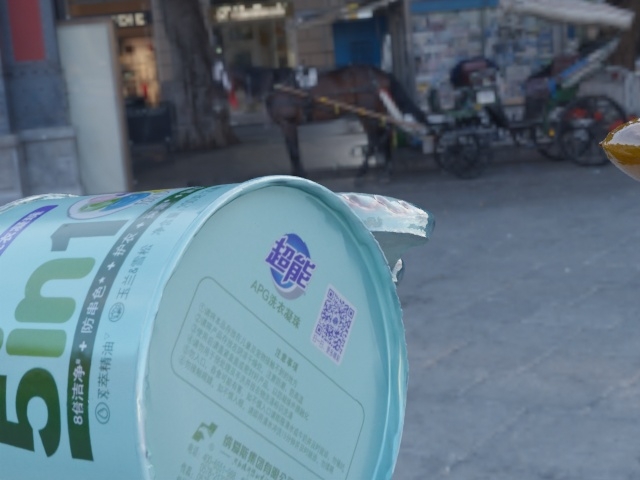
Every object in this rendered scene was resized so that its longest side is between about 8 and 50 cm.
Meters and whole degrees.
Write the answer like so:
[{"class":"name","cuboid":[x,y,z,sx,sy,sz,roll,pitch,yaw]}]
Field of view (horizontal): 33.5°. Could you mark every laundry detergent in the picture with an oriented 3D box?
[{"class":"laundry detergent","cuboid":[-0.137,0.103,0.790,0.305,0.287,0.287,-2,10,36]}]

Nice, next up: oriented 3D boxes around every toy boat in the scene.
[{"class":"toy boat","cuboid":[0.000,0.000,0.987,0.208,0.078,0.134,-4,-31,-24]}]

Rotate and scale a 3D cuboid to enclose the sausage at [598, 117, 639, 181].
[{"class":"sausage","cuboid":[0.209,-0.024,0.525,0.062,0.054,0.183,22,15,-34]}]
